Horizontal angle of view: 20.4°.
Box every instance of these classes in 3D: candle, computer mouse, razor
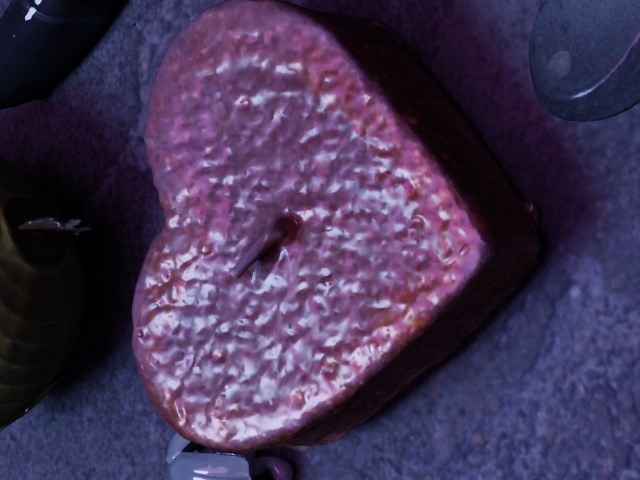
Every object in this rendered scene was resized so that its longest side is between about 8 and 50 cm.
[{"bbox_3d":[0.000,0.000,1.208,0.287,0.131,0.317,9,95,30],"label":"candle"},{"bbox_3d":[0.207,-0.173,1.085,0.113,0.068,0.229,40,107,43],"label":"computer mouse"},{"bbox_3d":[-0.225,-0.161,1.412,0.148,0.090,0.054,-44,69,34],"label":"razor"}]

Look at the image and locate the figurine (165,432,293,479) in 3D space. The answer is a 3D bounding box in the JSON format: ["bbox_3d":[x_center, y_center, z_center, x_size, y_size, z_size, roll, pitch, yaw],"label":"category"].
[{"bbox_3d":[-0.075,0.174,1.338,0.086,0.082,0.094,44,130,8],"label":"figurine"}]

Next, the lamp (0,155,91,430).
[{"bbox_3d":[-0.289,0.029,1.378,0.284,0.250,0.250,-28,76,31],"label":"lamp"}]
